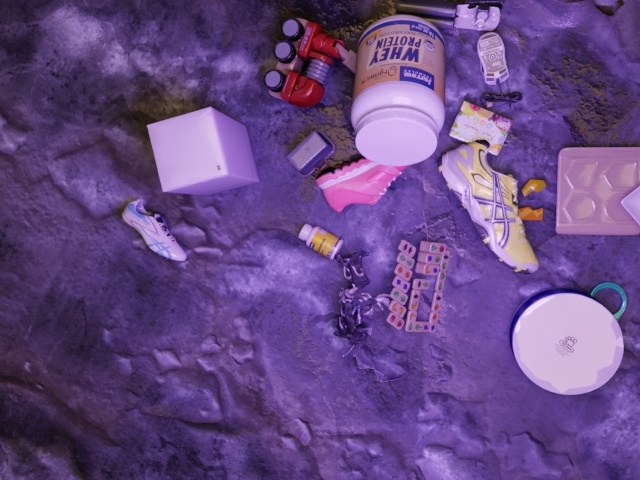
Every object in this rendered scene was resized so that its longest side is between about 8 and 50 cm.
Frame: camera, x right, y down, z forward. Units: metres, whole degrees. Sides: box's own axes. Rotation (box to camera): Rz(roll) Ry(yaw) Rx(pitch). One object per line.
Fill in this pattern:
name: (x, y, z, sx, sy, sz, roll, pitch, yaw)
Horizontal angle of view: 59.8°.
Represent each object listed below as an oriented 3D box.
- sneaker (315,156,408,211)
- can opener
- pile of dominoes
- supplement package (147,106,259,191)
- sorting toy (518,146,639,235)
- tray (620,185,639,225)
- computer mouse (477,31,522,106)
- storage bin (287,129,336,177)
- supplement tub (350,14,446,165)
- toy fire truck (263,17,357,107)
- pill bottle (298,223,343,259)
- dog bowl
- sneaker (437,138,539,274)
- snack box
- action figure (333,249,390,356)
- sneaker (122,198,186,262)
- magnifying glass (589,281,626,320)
sneaker: (0.151, -0.172, 1.523, 0.314, 0.116, 0.136, -18, 106, 12)
can opener: (0.340, -0.609, 1.485, 0.281, 0.074, 0.093, 6, 59, 7)
pile of dominoes: (0.270, 0.126, 1.471, 0.040, 0.196, 0.251, 14, 96, 53)
supplement package: (-0.300, -0.227, 1.484, 0.178, 0.293, 0.175, -13, 91, 9)
sorting toy: (0.680, -0.129, 1.461, 0.308, 0.041, 0.228, 1, 97, 9)
tray: (0.901, -0.131, 1.393, 0.270, 0.030, 0.145, -41, 91, 9)
computer mouse: (0.465, -0.453, 1.478, 0.106, 0.042, 0.192, -12, 96, 14)
storage bin: (-0.027, -0.238, 1.541, 0.135, 0.091, 0.098, -42, 86, 10)
supplement tub: (0.194, -0.367, 1.378, 0.229, 0.228, 0.316, 2, 64, 9)
toy fire truck: (0.006, -0.458, 1.512, 0.247, 0.158, 0.216, 22, 96, 18)
pill bottle: (0.000, 0.000, 1.561, 0.116, 0.065, 0.065, 29, 97, 8)
dog bowl: (0.629, 0.257, 1.438, 0.265, 0.104, 0.264, 1, 93, 15)
sneaker: (0.458, -0.087, 1.434, 0.147, 0.145, 0.384, -34, 88, 21)
snack box: (0.428, -0.298, 1.491, 0.141, 0.037, 0.100, 24, 98, 7)
action figure: (0.108, 0.169, 1.488, 0.141, 0.164, 0.275, 4, 76, -26)
sneaker: (-0.478, -0.027, 1.628, 0.237, 0.085, 0.086, 43, 103, 4)
magnifying glass: (0.752, 0.224, 1.472, 0.092, 0.026, 0.230, 4, 91, 9)
